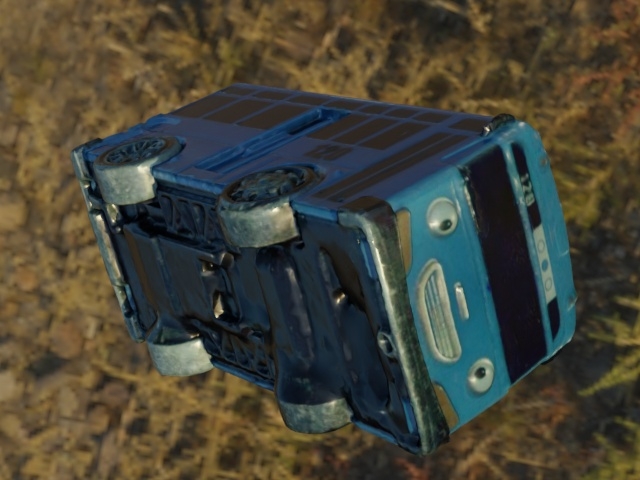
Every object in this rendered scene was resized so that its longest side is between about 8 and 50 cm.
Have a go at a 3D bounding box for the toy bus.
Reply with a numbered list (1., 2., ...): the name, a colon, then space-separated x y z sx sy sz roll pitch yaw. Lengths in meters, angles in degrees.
1. toy bus: 0.000 0.000 0.524 0.185 0.106 0.090 15 125 52
